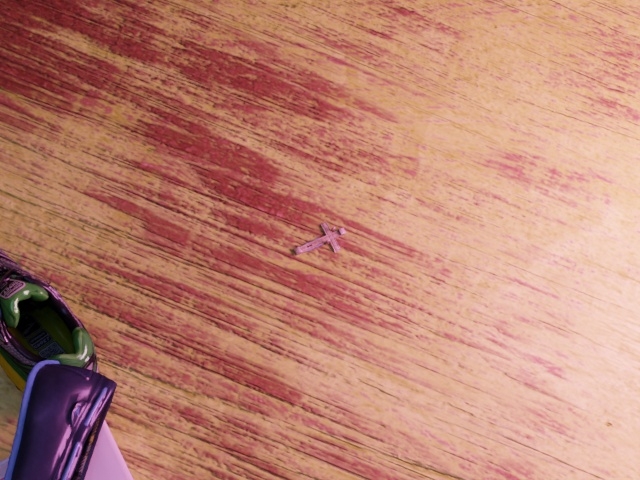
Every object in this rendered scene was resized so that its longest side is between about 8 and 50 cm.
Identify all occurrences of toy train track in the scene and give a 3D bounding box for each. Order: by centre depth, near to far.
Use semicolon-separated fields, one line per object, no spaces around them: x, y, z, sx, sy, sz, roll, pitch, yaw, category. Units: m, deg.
0.000;0.000;1.440;0.083;0.014;0.048;-24;75;-15;toy train track

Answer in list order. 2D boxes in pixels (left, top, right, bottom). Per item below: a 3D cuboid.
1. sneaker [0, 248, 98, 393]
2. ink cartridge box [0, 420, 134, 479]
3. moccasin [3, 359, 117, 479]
-0.417;0.066;1.276;0.343;0.146;0.134;38;54;6;sneaker
-0.300;0.386;1.201;0.198;0.115;0.273;-25;76;-16;ink cartridge box
-0.298;0.302;1.098;0.116;0.138;0.342;8;70;-9;moccasin
